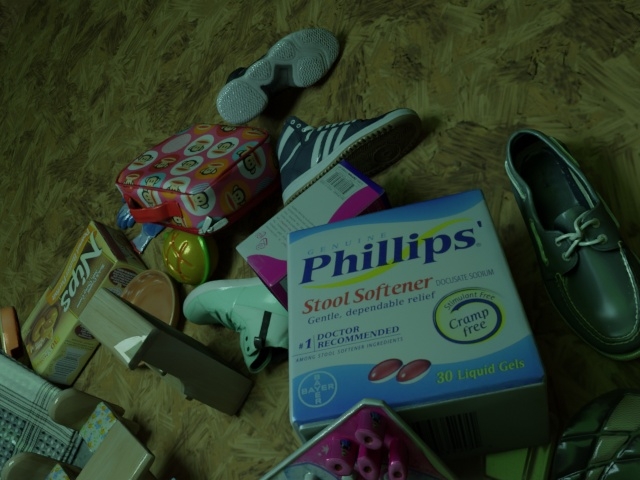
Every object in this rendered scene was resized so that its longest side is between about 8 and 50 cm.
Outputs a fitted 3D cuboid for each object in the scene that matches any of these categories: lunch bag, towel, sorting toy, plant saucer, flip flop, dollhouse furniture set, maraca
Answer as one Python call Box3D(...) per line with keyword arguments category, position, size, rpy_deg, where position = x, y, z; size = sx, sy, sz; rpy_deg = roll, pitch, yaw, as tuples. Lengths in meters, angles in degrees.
Box3D(category="lunch bag", position=(-0.241, -0.111, 1.212), size=(0.293, 0.120, 0.258), rpy_deg=(13, 45, 42))
Box3D(category="towel", position=(-0.611, 0.422, 1.297), size=(0.324, 0.056, 0.312), rpy_deg=(26, 87, 15))
Box3D(category="sorting toy", position=(0.173, 0.287, 0.792), size=(0.192, 0.038, 0.209), rpy_deg=(12, 82, 24))
Box3D(category="plant saucer", position=(-0.348, 0.157, 1.301), size=(0.199, 0.037, 0.200), rpy_deg=(-17, 61, 34))
Box3D(category="flip flop", position=(0.305, 0.290, 0.687), size=(0.112, 0.080, 0.277), rpy_deg=(11, 93, 36))
Box3D(category="dollhouse furniture set", position=(-0.330, 0.319, 1.022), size=(0.362, 0.256, 0.394), rpy_deg=(24, 76, 43))
Box3D(category="maraca", position=(-0.260, 0.029, 1.251), size=(0.185, 0.099, 0.127), rpy_deg=(-11, 91, 53))

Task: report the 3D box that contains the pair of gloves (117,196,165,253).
Box3D(category="pair of gloves", position=(-0.397, -0.071, 1.461), size=(0.159, 0.023, 0.198), rpy_deg=(-54, 48, 6))

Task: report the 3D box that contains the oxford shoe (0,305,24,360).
Box3D(category="oxford shoe", position=(-0.724, 0.327, 1.430), size=(0.130, 0.132, 0.364), rpy_deg=(115, 142, -55))

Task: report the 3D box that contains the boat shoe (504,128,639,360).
Box3D(category="boat shoe", position=(0.306, -0.007, 0.798), size=(0.116, 0.099, 0.320), rpy_deg=(-29, 54, 26))

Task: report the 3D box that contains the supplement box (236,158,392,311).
Box3D(category="supplement box", position=(0.000, 0.000, 0.995), size=(0.220, 0.114, 0.111), rpy_deg=(-38, 47, -8))

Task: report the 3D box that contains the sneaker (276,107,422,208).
Box3D(category="sneaker", position=(0.032, -0.173, 1.102), size=(0.282, 0.099, 0.153), rpy_deg=(-33, 54, 27))

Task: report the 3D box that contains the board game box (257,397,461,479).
Box3D(category="board game box", position=(0.044, 0.415, 0.674), size=(0.390, 0.050, 0.390), rpy_deg=(-42, 93, 18))

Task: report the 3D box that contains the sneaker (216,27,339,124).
Box3D(category="sneaker", position=(-0.095, -0.329, 1.272), size=(0.268, 0.101, 0.153), rpy_deg=(-35, 22, -5))

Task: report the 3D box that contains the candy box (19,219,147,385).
Box3D(category="candy box", position=(-0.527, 0.135, 1.425), size=(0.317, 0.087, 0.183), rpy_deg=(-54, 46, 6))

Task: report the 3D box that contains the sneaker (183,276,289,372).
Box3D(category="sneaker", position=(-0.146, 0.149, 1.097), size=(0.255, 0.094, 0.151), rpy_deg=(-14, 56, 32))

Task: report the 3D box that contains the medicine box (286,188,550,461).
Box3D(category="medicine box", position=(0.103, 0.107, 0.782), size=(0.263, 0.149, 0.289), rpy_deg=(-13, 45, 8))
